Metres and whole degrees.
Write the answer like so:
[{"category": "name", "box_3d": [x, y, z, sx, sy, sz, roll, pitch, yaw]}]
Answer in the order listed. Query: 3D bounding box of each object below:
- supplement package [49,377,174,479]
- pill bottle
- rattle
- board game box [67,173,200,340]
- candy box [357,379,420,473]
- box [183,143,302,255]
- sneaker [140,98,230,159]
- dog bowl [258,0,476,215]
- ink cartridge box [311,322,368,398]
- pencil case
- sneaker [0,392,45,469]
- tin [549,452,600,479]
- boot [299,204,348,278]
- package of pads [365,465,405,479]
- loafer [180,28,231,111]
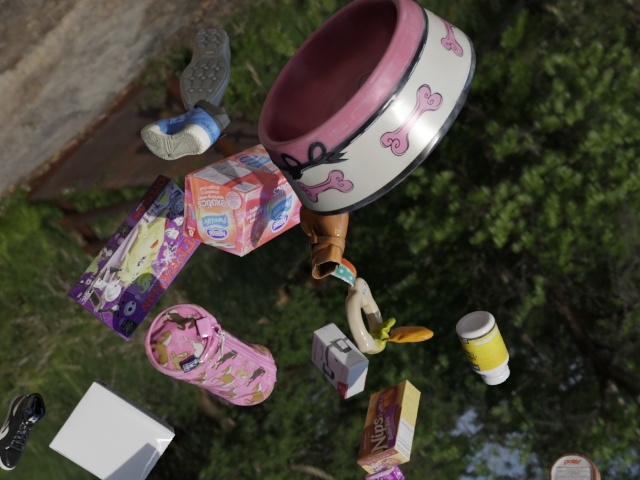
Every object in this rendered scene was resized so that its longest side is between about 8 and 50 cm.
[{"category": "supplement package", "box_3d": [-0.558, 0.529, 2.444, 0.204, 0.262, 0.145, -56, -173, -9]}, {"category": "pill bottle", "box_3d": [0.427, 0.282, 2.347, 0.103, 0.184, 0.103, -21, -155, 10]}, {"category": "rattle", "box_3d": [0.111, 0.110, 1.741, 0.142, 0.200, 0.130, -24, 160, 40]}, {"category": "board game box", "box_3d": [-0.409, 0.041, 2.096, 0.347, 0.056, 0.208, -56, 148, -15]}, {"category": "candy box", "box_3d": [0.148, 0.401, 1.948, 0.109, 0.053, 0.187, -30, -154, 35]}, {"category": "box", "box_3d": [-0.145, -0.095, 1.927, 0.300, 0.154, 0.142, -34, 137, -56]}, {"category": "sneaker", "box_3d": [-0.191, -0.164, 1.314, 0.152, 0.058, 0.084, 2, -142, 48]}, {"category": "dog bowl", "box_3d": [0.058, -0.249, 1.544, 0.408, 0.150, 0.408, -35, -147, 27]}, {"category": "ink cartridge box", "box_3d": [0.044, 0.291, 2.201, 0.063, 0.150, 0.109, -22, 137, -28]}, {"category": "pencil case", "box_3d": [-0.233, 0.263, 2.026, 0.160, 0.167, 0.386, -56, 152, -7]}, {"category": "sneaker", "box_3d": [-0.837, 0.527, 2.536, 0.121, 0.079, 0.217, -22, -129, 35]}, {"category": "tin", "box_3d": [0.541, 0.545, 1.928, 0.106, 0.040, 0.190, -5, -125, 22]}, {"category": "boot", "box_3d": [0.000, 0.000, 1.675, 0.073, 0.152, 0.197, 7, 158, -11]}, {"category": "package of pads", "box_3d": [0.151, 0.559, 2.120, 0.083, 0.050, 0.032, -29, -175, 25]}, {"category": "loafer", "box_3d": [-0.251, -0.364, 2.038, 0.319, 0.112, 0.111, -85, 177, -50]}]
